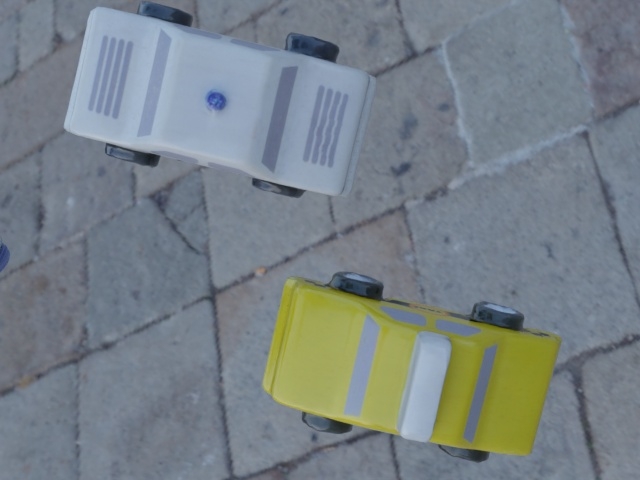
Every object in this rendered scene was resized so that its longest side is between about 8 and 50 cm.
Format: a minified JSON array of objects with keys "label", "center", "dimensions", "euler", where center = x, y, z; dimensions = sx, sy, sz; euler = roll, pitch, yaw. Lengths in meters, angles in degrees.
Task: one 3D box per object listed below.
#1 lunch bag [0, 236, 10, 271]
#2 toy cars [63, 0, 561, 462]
[{"label":"lunch bag","center":[-0.322,0.026,0.712],"dimensions":[0.176,0.090,0.219],"euler":[-16,17,-1]},{"label":"toy cars","center":[0.000,0.000,0.616],"dimensions":[0.176,0.393,0.087],"euler":[-36,6,2]}]
